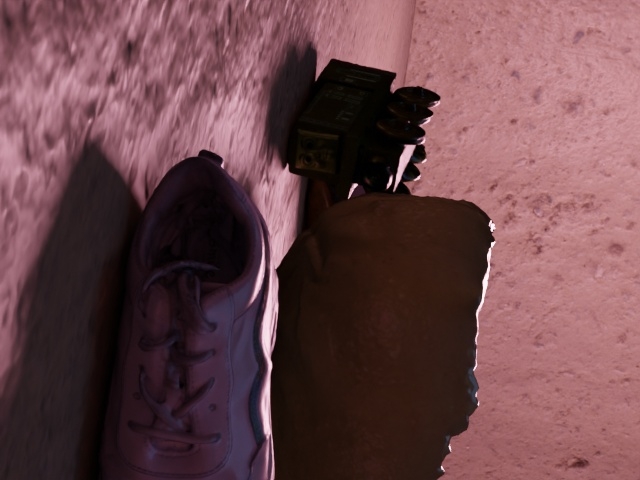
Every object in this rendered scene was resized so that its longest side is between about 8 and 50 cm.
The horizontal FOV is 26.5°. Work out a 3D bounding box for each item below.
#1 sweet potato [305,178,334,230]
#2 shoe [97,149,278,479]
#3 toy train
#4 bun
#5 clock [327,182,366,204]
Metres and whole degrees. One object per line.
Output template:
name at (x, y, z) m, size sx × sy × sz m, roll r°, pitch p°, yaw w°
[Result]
sweet potato at (-0.003, 0.001, 1.587) m, size 0.044 × 0.044 × 0.179 m, roll -73°, pitch 166°, yaw -57°
shoe at (-0.072, 0.073, 0.723) m, size 0.137 × 0.095 × 0.245 m, roll 82°, pitch 14°, yaw -60°
toy train at (0.043, -0.111, 1.392) m, size 0.225 × 0.137 × 0.090 m, roll -60°, pitch 163°, yaw -65°
bun at (0.030, 0.112, 1.248) m, size 0.364 × 0.202 × 0.364 m, roll 13°, pitch 90°, yaw -89°
clock at (0.030, -0.062, 1.594) m, size 0.110 × 0.050 × 0.152 m, roll 45°, pitch -39°, yaw 46°
